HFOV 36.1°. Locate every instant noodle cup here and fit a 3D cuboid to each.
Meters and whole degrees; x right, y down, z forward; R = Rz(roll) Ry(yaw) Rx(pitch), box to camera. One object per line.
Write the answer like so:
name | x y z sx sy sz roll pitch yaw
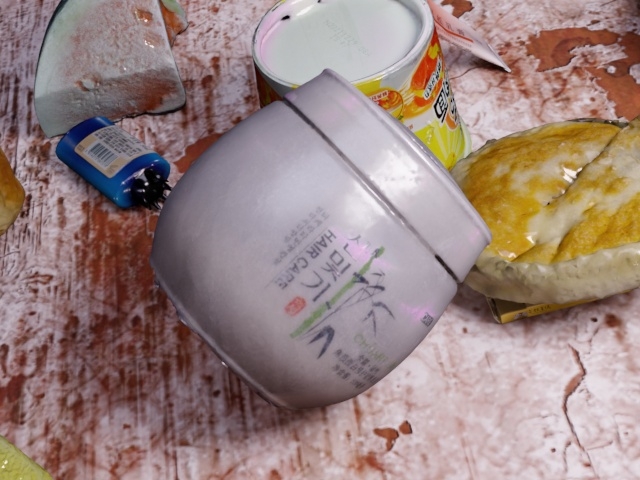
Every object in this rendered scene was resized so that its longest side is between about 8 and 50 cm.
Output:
instant noodle cup | 0.042 -0.165 1.139 0.264 0.200 0.264 -6 48 7

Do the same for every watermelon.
watermelon | -0.243 -0.282 1.326 0.213 0.289 0.320 40 49 5

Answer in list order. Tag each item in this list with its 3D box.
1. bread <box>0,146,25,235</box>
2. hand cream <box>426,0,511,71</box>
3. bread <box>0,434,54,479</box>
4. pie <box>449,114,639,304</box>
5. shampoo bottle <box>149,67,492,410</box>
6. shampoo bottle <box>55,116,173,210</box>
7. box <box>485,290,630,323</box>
bread | -0.472 -0.111 1.156 0.166 0.294 0.132 -24 53 -5
hand cream | 0.156 -0.264 1.221 0.038 0.216 0.052 -24 58 45
bread | -0.329 0.247 0.925 0.111 0.114 0.129 -2 45 21
pie | 0.284 -0.045 1.023 0.339 0.077 0.339 -13 32 8
shampoo bottle | 0.000 0.000 0.933 0.266 0.273 0.273 -44 50 4
shampoo bottle | -0.256 -0.096 1.251 0.087 0.050 0.183 -38 51 -23
box | 0.243 0.040 1.027 0.149 0.020 0.073 -14 48 1
